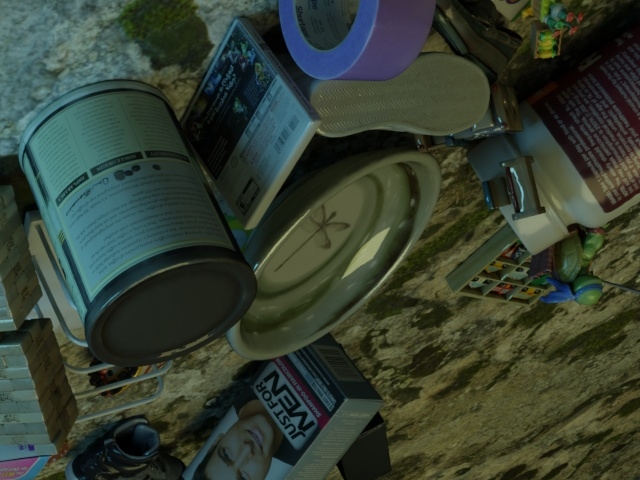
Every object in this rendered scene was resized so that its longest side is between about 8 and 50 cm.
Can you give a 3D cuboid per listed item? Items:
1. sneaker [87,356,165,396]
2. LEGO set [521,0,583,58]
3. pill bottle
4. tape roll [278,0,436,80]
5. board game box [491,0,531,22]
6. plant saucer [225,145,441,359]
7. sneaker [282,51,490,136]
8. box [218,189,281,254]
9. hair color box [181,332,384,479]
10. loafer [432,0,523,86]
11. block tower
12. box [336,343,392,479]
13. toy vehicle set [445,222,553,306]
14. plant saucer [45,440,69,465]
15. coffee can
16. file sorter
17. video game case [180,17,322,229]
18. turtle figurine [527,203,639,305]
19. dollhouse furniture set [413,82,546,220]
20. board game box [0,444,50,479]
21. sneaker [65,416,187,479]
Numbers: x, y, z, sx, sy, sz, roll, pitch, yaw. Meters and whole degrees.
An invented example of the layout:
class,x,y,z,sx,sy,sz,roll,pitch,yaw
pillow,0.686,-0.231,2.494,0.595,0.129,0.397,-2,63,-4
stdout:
class,x,y,z,sx,sy,sz,roll,pitch,yaw
sneaker,-0.259,0.153,1.853,0.225,0.088,0.093,-37,170,15
LEGO set,0.331,-0.335,1.471,0.132,0.107,0.287,-5,129,-43
pill bottle,0.428,-0.161,1.768,0.392,0.224,0.224,-34,150,9
tape roll,0.037,-0.270,1.313,0.080,0.189,0.189,-3,142,-36
board game box,0.234,-0.360,1.495,0.124,0.039,0.259,-40,151,20
plant saucer,0.000,0.000,1.738,0.400,0.100,0.400,-36,154,-20
sneaker,0.060,-0.189,1.508,0.292,0.169,0.108,-6,104,-35
box,-0.134,-0.013,1.719,0.179,0.043,0.105,-21,150,-15
hair color box,-0.073,0.354,2.127,0.113,0.185,0.374,11,121,-48
loafer,0.192,-0.282,1.531,0.084,0.096,0.267,-42,157,9
block tower,-0.390,0.104,1.461,0.097,0.091,0.335,-4,117,13
box,0.047,0.341,2.275,0.103,0.184,0.261,-23,151,-7
toy vehicle set,0.373,0.050,2.238,0.267,0.035,0.166,12,132,-48
plant saucer,-0.473,0.363,2.052,0.083,0.013,0.083,-20,149,-12
coffee can,-0.218,-0.021,1.401,0.201,0.275,0.201,-20,150,-12
file sorter,-0.292,0.094,1.617,0.193,0.173,0.277,-13,147,-30
video game case,-0.089,-0.138,1.430,0.022,0.173,0.190,-13,148,-42
turtle figurine,0.434,-0.018,1.950,0.275,0.266,0.198,-26,151,-3
dollhouse furniture set,0.217,-0.109,1.647,0.129,0.183,0.129,-15,179,20
board game box,-0.534,0.209,1.535,0.316,0.242,0.064,0,143,-38
sneaker,-0.313,0.395,2.145,0.268,0.101,0.153,11,132,-48
